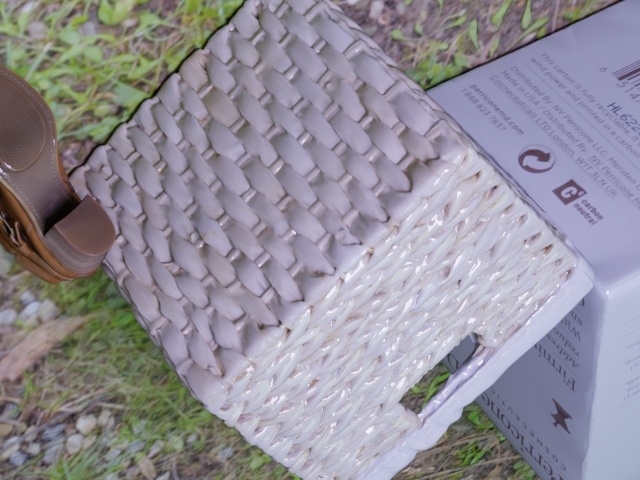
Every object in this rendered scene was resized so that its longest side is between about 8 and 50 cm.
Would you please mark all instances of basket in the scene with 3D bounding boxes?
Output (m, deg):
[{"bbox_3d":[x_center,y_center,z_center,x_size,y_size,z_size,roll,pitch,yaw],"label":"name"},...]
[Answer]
[{"bbox_3d":[0.000,0.000,1.320,0.328,0.331,0.266,-44,141,6],"label":"basket"}]

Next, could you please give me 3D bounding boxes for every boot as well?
[{"bbox_3d":[-0.258,-0.047,1.251,0.073,0.197,0.152,-33,-177,-26],"label":"boot"}]

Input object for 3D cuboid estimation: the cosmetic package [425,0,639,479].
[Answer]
[{"bbox_3d":[0.321,0.015,1.603,0.327,0.329,0.394,-26,141,-18],"label":"cosmetic package"}]
